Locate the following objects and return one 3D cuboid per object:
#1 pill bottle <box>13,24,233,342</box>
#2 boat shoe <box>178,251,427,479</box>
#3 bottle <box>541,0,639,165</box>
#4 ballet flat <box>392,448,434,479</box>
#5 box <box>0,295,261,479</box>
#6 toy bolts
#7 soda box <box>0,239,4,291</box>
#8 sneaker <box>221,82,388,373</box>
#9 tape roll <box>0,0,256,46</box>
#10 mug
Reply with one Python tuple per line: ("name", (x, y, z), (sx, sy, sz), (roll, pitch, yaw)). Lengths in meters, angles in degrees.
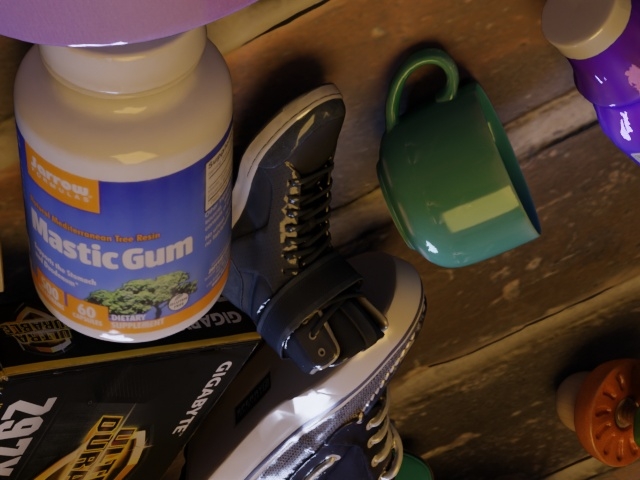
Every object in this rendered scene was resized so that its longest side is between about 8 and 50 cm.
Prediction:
("pill bottle", (-0.138, -0.066, 1.336), (0.152, 0.152, 0.272), (-8, 139, -10))
("boat shoe", (0.025, 0.142, 1.642), (0.158, 0.127, 0.340), (24, 135, -24))
("bottle", (0.274, -0.114, 1.472), (0.118, 0.092, 0.283), (-36, 136, 23))
("ballet flat", (0.000, 0.237, 1.809), (0.213, 0.072, 0.068), (-5, 166, -13))
("box", (-0.230, 0.169, 1.573), (0.257, 0.079, 0.322), (-4, 141, -42))
("toy bolts", (0.352, 0.148, 1.806), (0.228, 0.158, 0.218), (43, 73, -35))
("soda box", (-0.348, 0.005, 1.409), (0.216, 0.069, 0.074), (-8, 139, -12))
("sneaker", (0.001, 0.000, 1.443), (0.086, 0.163, 0.226), (-26, 156, -41))
("tape roll", (-0.112, -0.235, 1.057), (0.275, 0.275, 0.090), (-16, 139, -2))
("mug", (0.097, -0.057, 1.464), (0.097, 0.157, 0.129), (-23, 164, 11))
